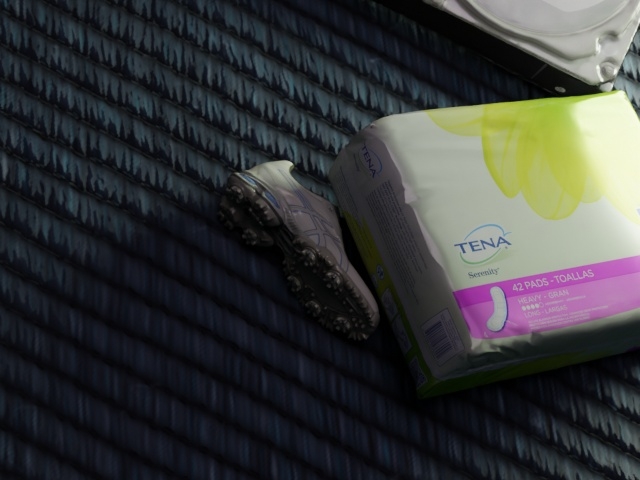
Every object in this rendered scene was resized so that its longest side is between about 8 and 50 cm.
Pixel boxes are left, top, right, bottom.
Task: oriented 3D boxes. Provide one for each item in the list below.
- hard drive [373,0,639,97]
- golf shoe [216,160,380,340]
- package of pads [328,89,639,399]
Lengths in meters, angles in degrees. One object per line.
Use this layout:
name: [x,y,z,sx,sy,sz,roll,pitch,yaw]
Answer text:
hard drive: [0.155,-0.301,1.780,0.339,0.064,0.237,27,75,-3]
golf shoe: [0.000,0.000,1.591,0.086,0.069,0.176,-33,78,-39]
package of pads: [0.173,-0.008,1.618,0.296,0.101,0.229,-9,66,-33]
